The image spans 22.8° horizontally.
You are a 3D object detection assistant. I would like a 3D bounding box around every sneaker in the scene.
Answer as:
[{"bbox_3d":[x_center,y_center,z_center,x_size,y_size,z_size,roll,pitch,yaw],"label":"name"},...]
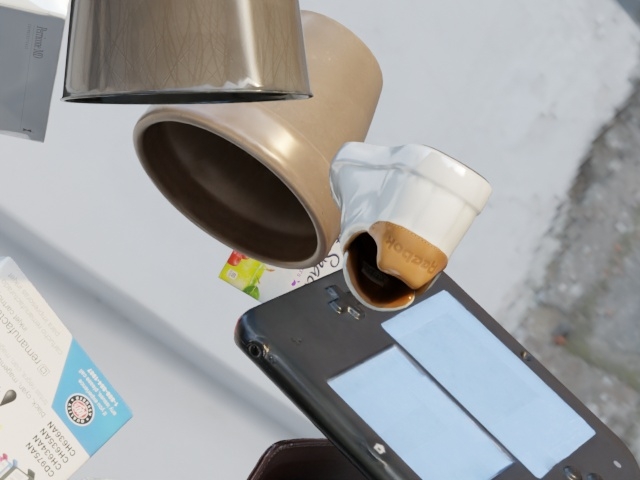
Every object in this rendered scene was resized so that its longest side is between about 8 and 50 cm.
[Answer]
[{"bbox_3d":[0.045,-0.009,1.297,0.123,0.106,0.290,-62,7,-5],"label":"sneaker"}]

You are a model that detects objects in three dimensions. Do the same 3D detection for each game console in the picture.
[{"bbox_3d":[0.133,0.172,1.620,0.386,0.342,0.060,44,118,17],"label":"game console"}]

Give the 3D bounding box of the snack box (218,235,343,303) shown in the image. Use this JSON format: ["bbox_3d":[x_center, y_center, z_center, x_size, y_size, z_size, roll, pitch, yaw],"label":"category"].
[{"bbox_3d":[0.000,0.000,1.982,0.174,0.070,0.207,31,95,6],"label":"snack box"}]

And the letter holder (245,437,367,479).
[{"bbox_3d":[0.024,0.341,1.712,0.152,0.302,0.214,33,96,29],"label":"letter holder"}]

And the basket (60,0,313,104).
[{"bbox_3d":[-0.096,-0.212,1.117,0.204,0.154,0.227,3,94,43],"label":"basket"}]

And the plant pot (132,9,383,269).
[{"bbox_3d":[-0.046,-0.132,1.809,0.263,0.263,0.229,6,52,45],"label":"plant pot"}]

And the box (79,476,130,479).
[{"bbox_3d":[-0.183,0.349,1.444,0.127,0.148,0.232,-32,66,17],"label":"box"}]

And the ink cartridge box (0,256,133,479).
[{"bbox_3d":[-0.308,0.151,1.249,0.232,0.171,0.168,-44,20,-26],"label":"ink cartridge box"}]

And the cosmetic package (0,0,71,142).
[{"bbox_3d":[-0.424,-0.236,1.747,0.377,0.284,0.097,130,152,-69],"label":"cosmetic package"}]
